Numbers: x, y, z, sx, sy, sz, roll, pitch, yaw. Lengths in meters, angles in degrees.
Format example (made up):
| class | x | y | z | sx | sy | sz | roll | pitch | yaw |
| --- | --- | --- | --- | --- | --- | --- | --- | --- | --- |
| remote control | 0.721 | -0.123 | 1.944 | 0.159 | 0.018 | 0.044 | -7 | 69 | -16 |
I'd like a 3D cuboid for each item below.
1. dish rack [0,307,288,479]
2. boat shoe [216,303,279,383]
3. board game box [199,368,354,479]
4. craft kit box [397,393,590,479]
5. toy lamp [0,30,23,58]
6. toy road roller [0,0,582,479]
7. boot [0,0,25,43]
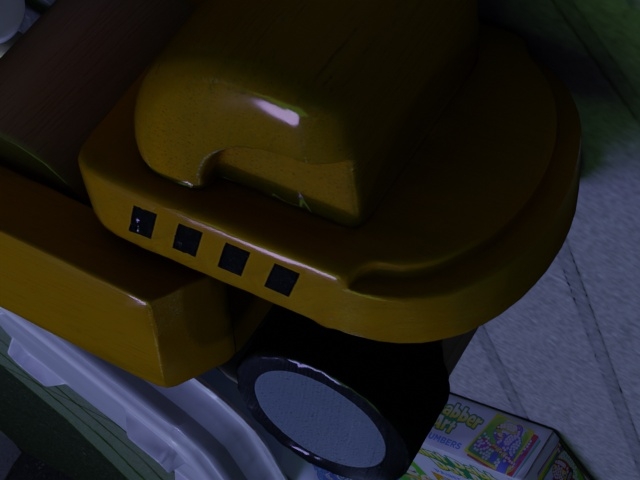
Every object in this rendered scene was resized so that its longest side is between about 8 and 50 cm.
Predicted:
| class | x | y | z | sx | sy | sz | roll | pitch | yaw |
| --- | --- | --- | --- | --- | --- | --- | --- | --- | --- |
| dish rack | -0.183 | 0.120 | 1.363 | 0.333 | 0.072 | 0.285 | 36 | 167 | 19 |
| boat shoe | -0.045 | 0.055 | 1.218 | 0.324 | 0.122 | 0.120 | 29 | 169 | 44 |
| board game box | -0.079 | 0.160 | 1.531 | 0.318 | 0.066 | 0.318 | 46 | 168 | -28 |
| craft kit box | 0.148 | 0.214 | 1.366 | 0.250 | 0.061 | 0.246 | 15 | 151 | 47 |
| toy lamp | -0.160 | -0.100 | 1.062 | 0.275 | 0.080 | 0.080 | 28 | 161 | 18 |
| toy road roller | -0.036 | -0.063 | 0.751 | 0.330 | 0.202 | 0.240 | 22 | 147 | 21 |
| boot | -0.272 | -0.199 | 1.045 | 0.190 | 0.069 | 0.086 | 45 | 169 | -5 |
